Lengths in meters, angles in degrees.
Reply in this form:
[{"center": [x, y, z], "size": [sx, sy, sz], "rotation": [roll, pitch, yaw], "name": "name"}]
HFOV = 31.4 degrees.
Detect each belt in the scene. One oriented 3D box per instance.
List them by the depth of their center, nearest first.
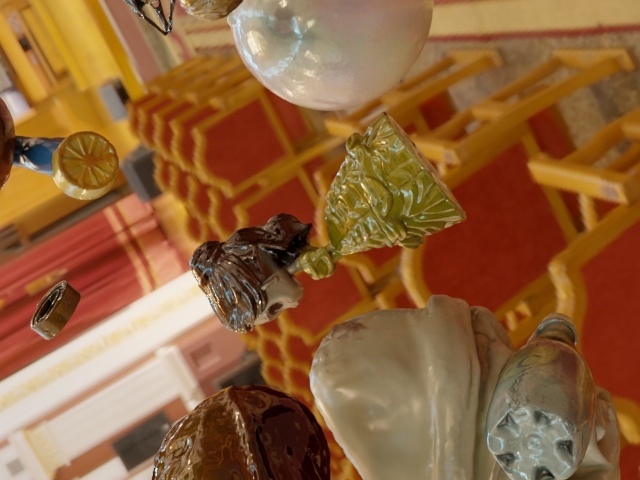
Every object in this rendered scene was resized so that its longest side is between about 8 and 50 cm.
[{"center": [-0.372, 0.099, 1.601], "size": [0.059, 0.083, 0.036], "rotation": [-8, 136, 47], "name": "belt"}]

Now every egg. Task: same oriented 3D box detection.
[{"center": [-0.002, -0.394, 1.972], "size": [0.355, 0.354, 0.340], "rotation": [61, -156, -5], "name": "egg"}]

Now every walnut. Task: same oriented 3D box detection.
[{"center": [-0.154, -0.381, 1.679], "size": [0.105, 0.124, 0.105], "rotation": [56, 175, 7], "name": "walnut"}]

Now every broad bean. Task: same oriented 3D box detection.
[{"center": [-0.058, 0.211, 0.894], "size": [0.156, 0.122, 0.229], "rotation": [40, -148, -25], "name": "broad bean"}]

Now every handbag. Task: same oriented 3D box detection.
[{"center": [-0.211, -0.301, 1.367], "size": [0.115, 0.072, 0.139], "rotation": [57, 174, 42], "name": "handbag"}]

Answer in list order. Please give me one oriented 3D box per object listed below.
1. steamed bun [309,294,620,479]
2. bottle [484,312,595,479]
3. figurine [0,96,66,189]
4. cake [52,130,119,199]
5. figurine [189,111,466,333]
[{"center": [0.174, 0.185, 1.159], "size": [0.324, 0.219, 0.309], "rotation": [58, -162, 19], "name": "steamed bun"}, {"center": [0.196, 0.120, 0.975], "size": [0.083, 0.083, 0.270], "rotation": [62, -158, -7], "name": "bottle"}, {"center": [-0.520, -0.124, 1.585], "size": [0.242, 0.298, 0.416], "rotation": [16, -173, 31], "name": "figurine"}, {"center": [-0.291, -0.093, 1.408], "size": [0.084, 0.084, 0.044], "rotation": [60, 156, 2], "name": "cake"}, {"center": [0.003, 0.004, 1.367], "size": [0.168, 0.315, 0.187], "rotation": [49, -170, -23], "name": "figurine"}]
